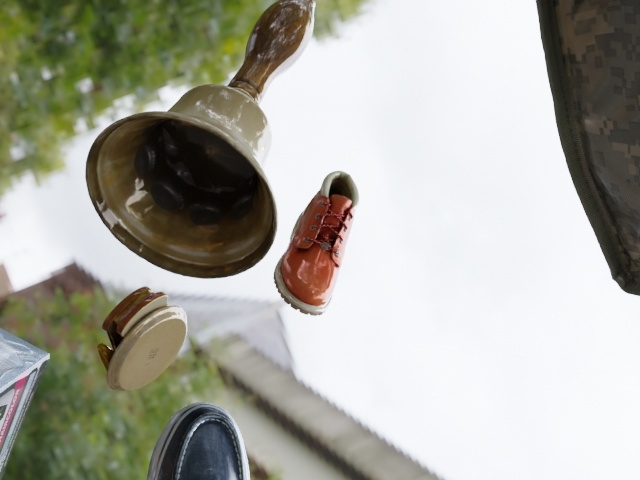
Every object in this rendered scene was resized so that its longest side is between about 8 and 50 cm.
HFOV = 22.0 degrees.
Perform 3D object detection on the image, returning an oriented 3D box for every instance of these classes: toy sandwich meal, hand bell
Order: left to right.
[{"bbox_3d":[-0.132,0.073,1.199,0.029,0.085,0.086,39,-31,24],"label":"toy sandwich meal"},{"bbox_3d":[-0.048,-0.099,1.089,0.126,0.242,0.126,12,-48,14],"label":"hand bell"}]

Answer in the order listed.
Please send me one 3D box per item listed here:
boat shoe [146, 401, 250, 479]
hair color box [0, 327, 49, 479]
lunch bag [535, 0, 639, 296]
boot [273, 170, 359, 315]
[{"bbox_3d":[-0.064,0.173,0.961,0.083,0.065,0.183,135,-35,-56],"label":"boat shoe"},{"bbox_3d":[-0.407,0.215,1.539,0.113,0.374,0.185,27,-69,9],"label":"hair color box"},{"bbox_3d":[0.229,-0.130,0.823,0.169,0.235,0.287,17,-31,42],"label":"lunch bag"},{"bbox_3d":[0.000,0.000,1.558,0.158,0.059,0.085,-80,-163,-50],"label":"boot"}]
